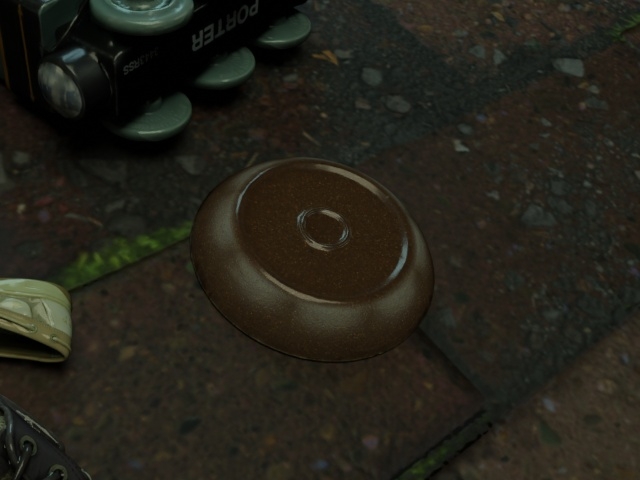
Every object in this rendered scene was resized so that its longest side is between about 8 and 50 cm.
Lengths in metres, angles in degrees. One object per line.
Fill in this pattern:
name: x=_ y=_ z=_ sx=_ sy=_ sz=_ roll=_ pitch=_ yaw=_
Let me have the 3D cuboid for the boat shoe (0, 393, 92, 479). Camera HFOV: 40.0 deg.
boat shoe: x=-0.189 y=0.135 z=0.473 sx=0.285 sy=0.092 sz=0.103 roll=35 pitch=50 yaw=12

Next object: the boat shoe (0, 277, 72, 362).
boat shoe: x=-0.235 y=0.053 z=0.553 sx=0.153 sy=0.056 sz=0.048 roll=6 pitch=45 yaw=-23

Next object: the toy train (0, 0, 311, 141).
toy train: x=-0.137 y=-0.214 z=0.756 sx=0.190 sy=0.142 sz=0.334 roll=29 pitch=48 yaw=19

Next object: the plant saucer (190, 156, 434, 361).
plant saucer: x=0.000 y=0.000 z=0.684 sx=0.199 sy=0.036 sz=0.198 roll=9 pitch=49 yaw=-10
